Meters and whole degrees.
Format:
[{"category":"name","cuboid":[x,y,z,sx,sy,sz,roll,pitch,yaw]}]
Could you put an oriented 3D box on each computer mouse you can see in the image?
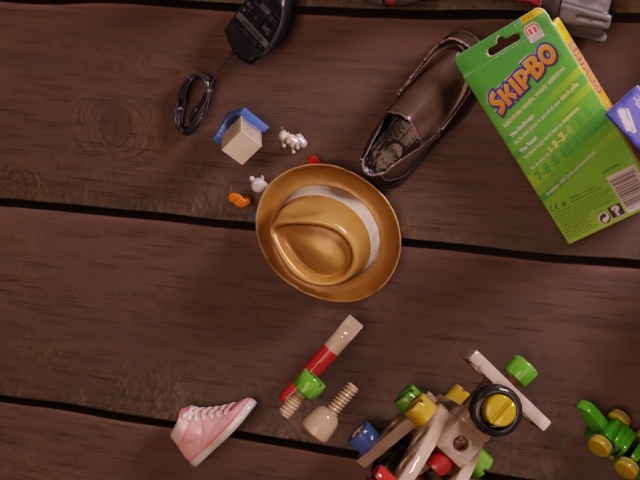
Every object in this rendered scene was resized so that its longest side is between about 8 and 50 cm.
[{"category":"computer mouse","cuboid":[-0.110,-0.228,1.462,0.242,0.041,0.071,-47,73,26]}]

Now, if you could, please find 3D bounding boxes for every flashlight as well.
[{"category":"flashlight","cuboid":[0.186,-0.294,1.317,0.304,0.103,0.103,16,66,12]}]

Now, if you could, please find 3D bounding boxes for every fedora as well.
[{"category":"fedora","cuboid":[0.000,0.000,1.421,0.194,0.079,0.194,6,108,17]}]

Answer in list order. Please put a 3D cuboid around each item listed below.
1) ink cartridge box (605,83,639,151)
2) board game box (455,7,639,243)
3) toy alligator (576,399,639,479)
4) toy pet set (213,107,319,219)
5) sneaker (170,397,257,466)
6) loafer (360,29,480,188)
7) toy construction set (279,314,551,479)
[{"category":"ink cartridge box","cuboid":[0.359,-0.119,1.221,0.046,0.207,0.097,-44,83,19]},{"category":"board game box","cuboid":[0.271,-0.131,1.304,0.124,0.039,0.259,-28,103,33]},{"category":"toy alligator","cuboid":[0.374,0.261,1.361,0.190,0.056,0.051,39,150,8]},{"category":"toy pet set","cuboid":[-0.081,-0.109,1.467,0.114,0.065,0.122,36,115,-26]},{"category":"sneaker","cuboid":[-0.149,0.239,1.535,0.070,0.051,0.134,47,114,2]},{"category":"loafer","cuboid":[0.122,-0.150,1.367,0.080,0.078,0.220,36,108,11]},{"category":"toy construction set","cuboid":[0.126,0.199,1.371,0.309,0.257,0.237,40,92,20]}]
